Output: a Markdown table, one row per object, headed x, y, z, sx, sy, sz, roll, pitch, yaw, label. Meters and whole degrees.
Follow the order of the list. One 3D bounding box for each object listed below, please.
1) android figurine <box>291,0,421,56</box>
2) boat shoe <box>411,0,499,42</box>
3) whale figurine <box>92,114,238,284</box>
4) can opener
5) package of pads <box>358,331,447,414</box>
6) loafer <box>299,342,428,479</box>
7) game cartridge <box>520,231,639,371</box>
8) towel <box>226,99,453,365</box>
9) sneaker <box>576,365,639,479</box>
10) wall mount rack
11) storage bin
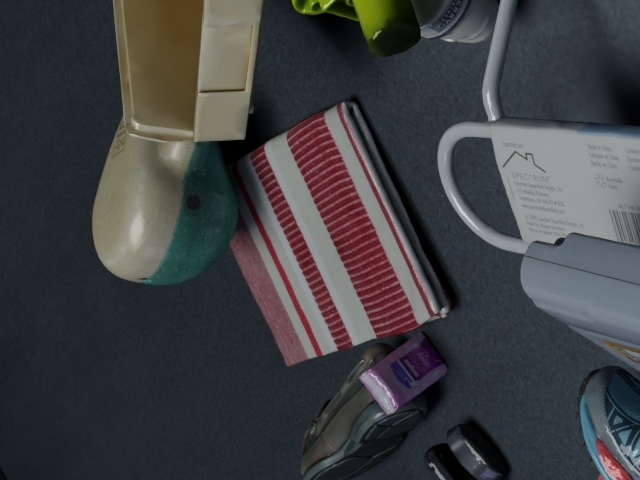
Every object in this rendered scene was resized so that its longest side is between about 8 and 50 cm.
| x | y | z | sx | sy | sz | roll | pitch | yaw | label |
| --- | --- | --- | --- | --- | --- | --- | --- | --- | --- |
| 0.048 | -0.282 | 1.090 | 0.248 | 0.056 | 0.273 | -38 | 57 | 37 | android figurine |
| 0.047 | -0.236 | 1.194 | 0.267 | 0.088 | 0.096 | 37 | 104 | 43 | boat shoe |
| -0.156 | -0.083 | 1.583 | 0.216 | 0.141 | 0.272 | -27 | 53 | 59 | whale figurine |
| 0.173 | 0.275 | 1.459 | 0.186 | 0.059 | 0.073 | 55 | 150 | 13 | can opener |
| 0.084 | 0.134 | 1.455 | 0.050 | 0.083 | 0.032 | 54 | 145 | 7 | package of pads |
| 0.041 | 0.195 | 1.586 | 0.267 | 0.096 | 0.084 | -53 | 50 | 56 | loafer |
| 0.287 | 0.083 | 0.941 | 0.297 | 0.062 | 0.198 | 30 | 174 | -39 | game cartridge |
| 0.000 | 0.000 | 1.525 | 0.329 | 0.037 | 0.237 | -23 | 92 | 59 | towel |
| 0.320 | 0.183 | 1.142 | 0.262 | 0.104 | 0.125 | 47 | 130 | 17 | sneaker |
| 0.219 | -0.097 | 1.014 | 0.350 | 0.130 | 0.304 | 10 | 127 | 54 | wall mount rack |
| -0.120 | -0.259 | 1.266 | 0.262 | 0.123 | 0.260 | 103 | 160 | -58 | storage bin |
